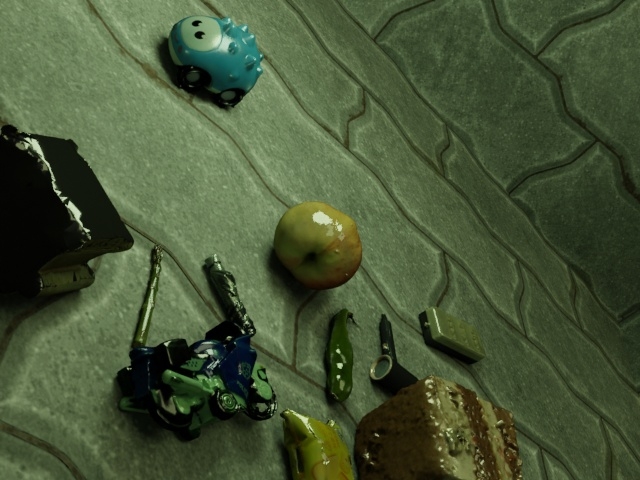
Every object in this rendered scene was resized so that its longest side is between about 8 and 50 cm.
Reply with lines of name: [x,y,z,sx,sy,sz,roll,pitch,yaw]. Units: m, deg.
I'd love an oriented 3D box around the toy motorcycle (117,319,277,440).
toy motorcycle: [-0.198,0.234,1.281,0.331,0.125,0.196,12,48,-56]

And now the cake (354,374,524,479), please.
cake: [0.255,0.472,1.543,0.290,0.282,0.256,32,33,-33]

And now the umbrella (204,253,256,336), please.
umbrella: [-0.181,0.113,1.494,0.188,0.050,0.046,63,8,14]

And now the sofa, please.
sofa: [-0.455,-0.037,1.164,0.258,0.182,0.200,58,11,4]

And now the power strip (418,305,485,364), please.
power strip: [0.388,0.280,2.159,0.256,0.070,0.105,27,39,-40]

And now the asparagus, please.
asparagus: [-0.311,0.097,1.341,0.024,0.025,0.248,3,45,-3]

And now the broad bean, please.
broad bean: [0.054,0.255,1.695,0.098,0.056,0.318,47,28,-15]

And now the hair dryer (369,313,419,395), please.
hair dryer: [0.186,0.284,1.864,0.128,0.070,0.255,40,28,-26]

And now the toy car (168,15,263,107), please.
toy car: [-0.253,-0.471,1.846,0.255,0.190,0.188,20,45,-44]

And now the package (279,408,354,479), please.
package: [0.002,0.430,1.397,0.168,0.090,0.226,29,36,-43]

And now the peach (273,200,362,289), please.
peach: [0.000,0.000,1.726,0.232,0.232,0.232,37,34,-30]
